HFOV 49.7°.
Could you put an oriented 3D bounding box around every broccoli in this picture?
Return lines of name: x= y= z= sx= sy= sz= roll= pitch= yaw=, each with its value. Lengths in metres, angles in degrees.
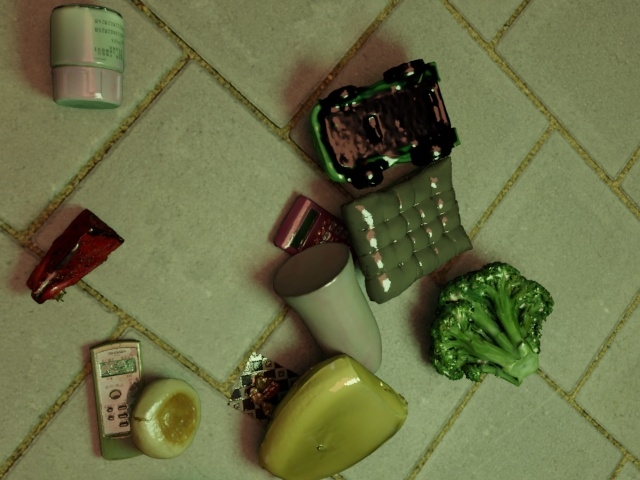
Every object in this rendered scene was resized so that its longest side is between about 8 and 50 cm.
broccoli: x=0.384 y=0.203 z=1.527 sx=0.307 sy=0.275 sz=0.308 roll=-12 pitch=123 yaw=-19

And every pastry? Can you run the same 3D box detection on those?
pastry: x=-0.304 y=0.343 z=1.344 sx=0.156 sy=0.091 sz=0.157 roll=13 pitch=75 yaw=-54

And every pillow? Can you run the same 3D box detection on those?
pillow: x=0.188 y=-0.029 z=1.487 sx=0.326 sy=0.101 sz=0.228 roll=-26 pitch=101 yaw=-36

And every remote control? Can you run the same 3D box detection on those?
remote control: x=-0.393 y=0.314 z=1.363 sx=0.098 sy=0.038 sz=0.234 roll=-6 pitch=93 yaw=-20

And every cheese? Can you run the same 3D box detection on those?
cheese: x=0.007 y=0.386 z=1.427 sx=0.315 sy=0.128 sz=0.259 roll=-39 pitch=118 yaw=11

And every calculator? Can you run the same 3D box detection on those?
calculator: x=0.000 y=0.000 z=1.497 sx=0.190 sy=0.034 sz=0.127 roll=33 pitch=80 yaw=-24

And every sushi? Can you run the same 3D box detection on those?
sushi: x=-0.117 y=0.318 z=1.468 sx=0.120 sy=0.026 sz=0.126 roll=29 pitch=82 yaw=-18

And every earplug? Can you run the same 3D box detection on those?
earplug: x=0.042 y=0.173 z=1.452 sx=0.172 sy=0.172 sz=0.301 roll=-35 pitch=119 yaw=-15

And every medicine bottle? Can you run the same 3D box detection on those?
medicine bottle: x=-0.430 y=-0.334 z=1.276 sx=0.135 sy=0.135 sz=0.169 roll=0 pitch=91 yaw=-20

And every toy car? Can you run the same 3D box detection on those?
toy car: x=0.148 y=-0.249 z=1.474 sx=0.358 sy=0.176 sz=0.214 roll=-22 pitch=98 yaw=-14

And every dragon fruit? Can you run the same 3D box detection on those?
dragon fruit: x=-0.458 y=0.045 z=1.292 sx=0.192 sy=0.122 sz=0.092 roll=-51 pitch=121 yaw=-14
